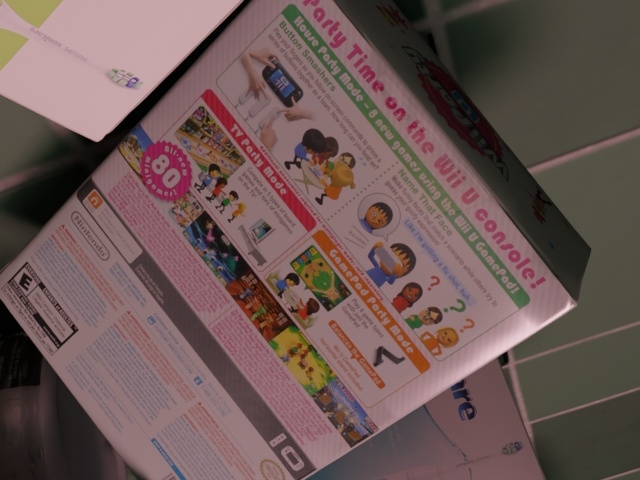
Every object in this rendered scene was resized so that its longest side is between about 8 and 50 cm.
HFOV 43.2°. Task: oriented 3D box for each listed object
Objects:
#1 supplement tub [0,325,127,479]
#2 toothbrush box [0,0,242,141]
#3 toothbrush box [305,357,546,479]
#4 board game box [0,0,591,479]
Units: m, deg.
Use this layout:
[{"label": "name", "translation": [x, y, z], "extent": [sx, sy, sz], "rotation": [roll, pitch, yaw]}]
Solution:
[{"label": "supplement tub", "translation": [-0.341, 0.198, 0.632], "extent": [0.338, 0.207, 0.207], "rotation": [-14, 142, -1]}, {"label": "toothbrush box", "translation": [-0.138, -0.191, 0.284], "extent": [0.206, 0.122, 0.283], "rotation": [-38, 136, 26]}, {"label": "toothbrush box", "translation": [0.038, 0.196, 0.747], "extent": [0.295, 0.216, 0.126], "rotation": [-20, 142, 5]}, {"label": "board game box", "translation": [-0.031, 0.017, 0.493], "extent": [0.303, 0.224, 0.097], "rotation": [-39, 179, 28]}]
